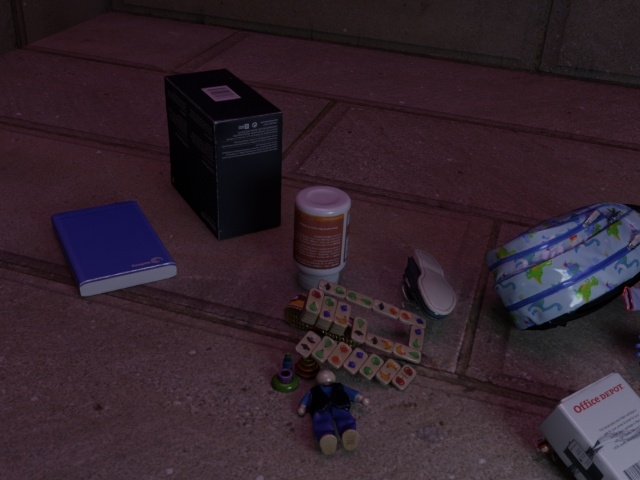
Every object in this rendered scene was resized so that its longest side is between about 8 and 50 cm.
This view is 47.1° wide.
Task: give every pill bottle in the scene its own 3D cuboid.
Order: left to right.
[{"bbox_3d":[0.000,0.000,1.600,0.121,0.216,0.121,3,31,-2],"label":"pill bottle"}]

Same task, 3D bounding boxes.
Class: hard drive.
[{"bbox_3d":[-0.487,0.008,1.708,0.210,0.040,0.318,-13,35,-25],"label":"hard drive"}]

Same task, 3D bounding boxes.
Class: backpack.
[{"bbox_3d":[0.514,0.053,1.525,0.355,0.273,0.290,-40,6,-29],"label":"backpack"}]

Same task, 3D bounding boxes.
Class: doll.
[{"bbox_3d":[0.023,0.291,1.285,0.129,0.046,0.189,-11,26,-5],"label":"doll"}]

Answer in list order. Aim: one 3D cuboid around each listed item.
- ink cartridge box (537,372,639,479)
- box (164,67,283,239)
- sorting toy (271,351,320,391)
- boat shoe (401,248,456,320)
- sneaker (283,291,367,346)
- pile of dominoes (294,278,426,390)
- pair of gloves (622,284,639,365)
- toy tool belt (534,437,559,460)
[{"bbox_3d":[0.474,0.333,1.164,0.153,0.086,0.208,-16,56,-29],"label":"ink cartridge box"},{"bbox_3d":[-0.249,-0.228,1.862,0.179,0.312,0.343,-14,36,-26],"label":"box"},{"bbox_3d":[-0.049,0.238,1.371,0.102,0.042,0.061,-22,39,-35],"label":"sorting toy"},{"bbox_3d":[0.220,0.104,1.568,0.095,0.079,0.254,25,22,-17],"label":"boat shoe"},{"bbox_3d":[0.021,0.150,1.496,0.186,0.069,0.084,19,40,22],"label":"sneaker"},{"bbox_3d":[0.085,0.171,1.405,0.251,0.040,0.196,20,44,-6],"label":"pile of dominoes"},{"bbox_3d":[0.657,0.171,1.455,0.159,0.198,0.023,2,-13,-37],"label":"pair of gloves"},{"bbox_3d":[0.403,0.344,1.233,0.083,0.052,0.051,-30,88,-35],"label":"toy tool belt"}]
